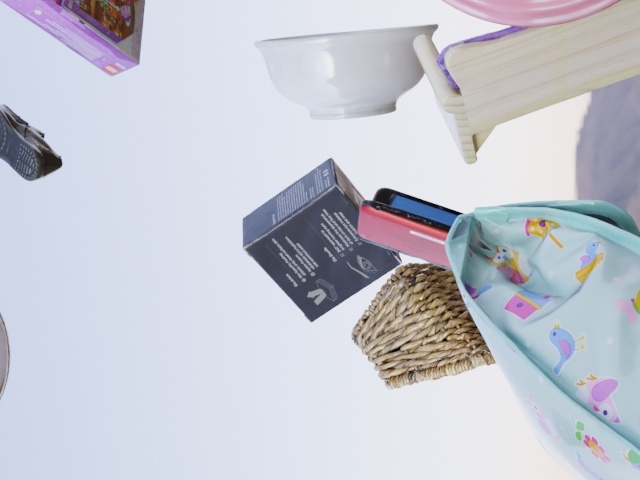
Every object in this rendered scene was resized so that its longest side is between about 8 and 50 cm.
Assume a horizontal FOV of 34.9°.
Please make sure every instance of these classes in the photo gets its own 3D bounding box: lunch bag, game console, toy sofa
[{"bbox_3d":[0.221,0.094,0.771,0.160,0.262,0.223,-44,-49,-8],"label":"lunch bag"},{"bbox_3d":[0.117,-0.023,1.039,0.124,0.144,0.085,91,-161,-68],"label":"game console"},{"bbox_3d":[0.306,-0.254,1.262,0.150,0.362,0.177,-105,-7,-47],"label":"toy sofa"}]

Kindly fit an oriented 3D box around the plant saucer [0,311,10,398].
[{"bbox_3d":[-0.656,0.191,1.761,0.050,0.310,0.311,-5,-83,-69],"label":"plant saucer"}]

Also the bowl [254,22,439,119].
[{"bbox_3d":[0.046,-0.267,1.626,0.298,0.297,0.134,-37,-56,-67],"label":"bowl"}]

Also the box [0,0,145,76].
[{"bbox_3d":[-0.315,-0.391,1.341,0.201,0.057,0.293,34,-132,-48],"label":"box"}]

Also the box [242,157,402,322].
[{"bbox_3d":[0.000,0.000,1.392,0.156,0.158,0.093,49,-165,-26],"label":"box"}]

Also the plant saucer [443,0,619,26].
[{"bbox_3d":[0.207,-0.377,0.990,0.084,0.332,0.332,-33,-57,-70],"label":"plant saucer"}]

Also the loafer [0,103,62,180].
[{"bbox_3d":[-0.543,-0.177,1.842,0.078,0.220,0.080,-3,-50,-51],"label":"loafer"}]

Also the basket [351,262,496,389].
[{"bbox_3d":[0.227,0.176,1.690,0.299,0.223,0.213,-4,-45,-49],"label":"basket"}]
